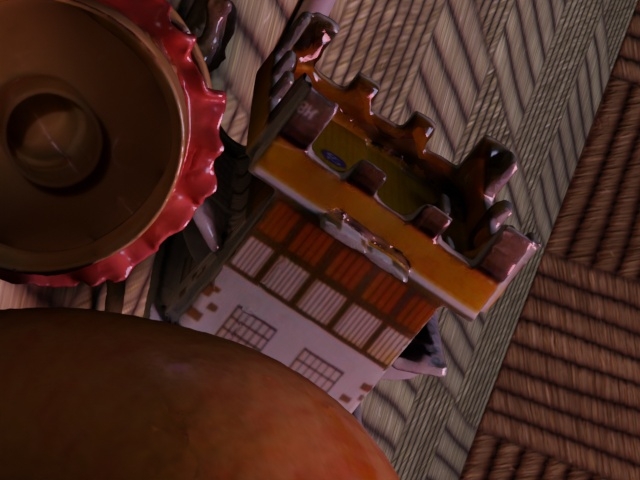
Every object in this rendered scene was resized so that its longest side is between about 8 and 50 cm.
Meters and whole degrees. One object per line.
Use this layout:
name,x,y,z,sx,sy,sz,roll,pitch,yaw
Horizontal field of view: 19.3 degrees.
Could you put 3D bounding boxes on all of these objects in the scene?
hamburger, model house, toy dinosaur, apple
hamburger,-0.129,-0.066,0.939,0.137,0.175,0.175,-71,176,-74
model house,0.000,0.000,1.221,0.215,0.198,0.224,-50,-165,17
toy dinosaur,-0.107,-0.052,1.203,0.200,0.072,0.251,50,49,-86
apple,-0.126,0.219,0.861,0.346,0.391,0.391,74,38,-58

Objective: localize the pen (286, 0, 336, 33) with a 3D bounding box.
pen,0.011,-0.216,1.506,0.026,0.026,0.218,79,33,-63
